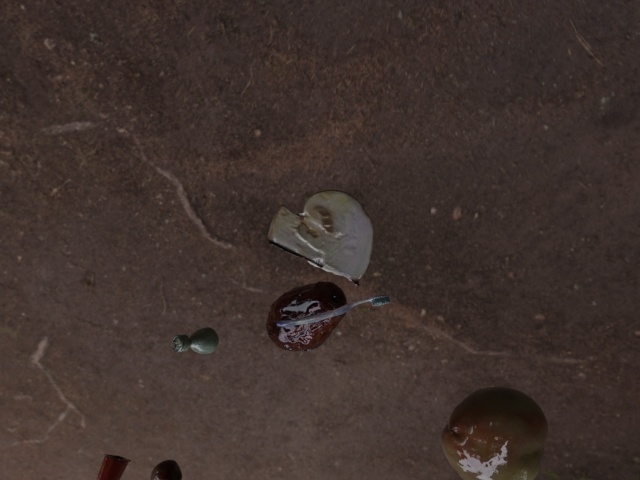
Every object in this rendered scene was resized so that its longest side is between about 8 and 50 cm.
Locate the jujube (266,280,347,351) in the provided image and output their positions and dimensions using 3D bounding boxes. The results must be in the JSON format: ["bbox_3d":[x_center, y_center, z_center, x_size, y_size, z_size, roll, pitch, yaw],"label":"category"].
[{"bbox_3d":[-0.043,0.228,1.608,0.197,0.197,0.290,35,132,-18],"label":"jujube"}]

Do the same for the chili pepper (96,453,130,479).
[{"bbox_3d":[-0.596,0.684,1.494,0.065,0.168,0.088,13,161,19],"label":"chili pepper"}]

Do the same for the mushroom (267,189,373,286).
[{"bbox_3d":[0.014,-0.021,1.240,0.236,0.173,0.162,26,175,2],"label":"mushroom"}]

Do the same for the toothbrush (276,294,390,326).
[{"bbox_3d":[0.031,0.162,1.232,0.269,0.027,0.021,-13,130,-8],"label":"toothbrush"}]

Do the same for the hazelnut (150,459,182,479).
[{"bbox_3d":[-0.396,0.606,1.386,0.086,0.086,0.086,6,131,7],"label":"hazelnut"}]

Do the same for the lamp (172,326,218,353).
[{"bbox_3d":[-0.480,0.392,2.096,0.106,0.106,0.193,-31,157,32],"label":"lamp"}]

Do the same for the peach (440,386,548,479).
[{"bbox_3d":[0.475,0.544,1.478,0.292,0.247,0.292,-13,120,-23],"label":"peach"}]
